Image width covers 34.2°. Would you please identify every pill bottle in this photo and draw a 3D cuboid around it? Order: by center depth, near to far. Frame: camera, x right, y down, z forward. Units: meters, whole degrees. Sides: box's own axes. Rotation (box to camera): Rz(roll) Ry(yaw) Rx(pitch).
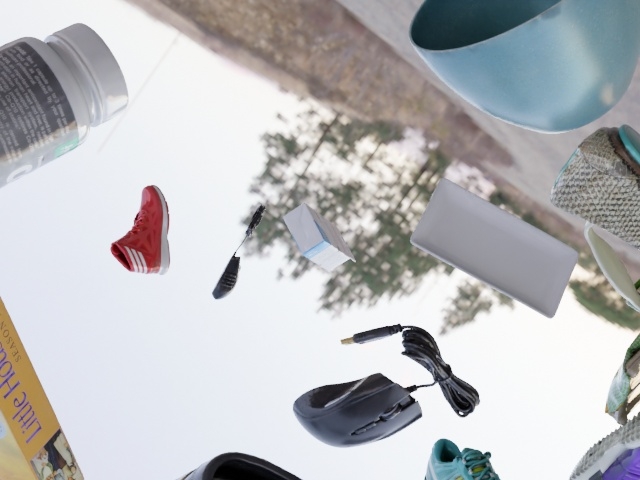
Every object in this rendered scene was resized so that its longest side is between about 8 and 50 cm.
[{"bbox_3d":[-0.511,-0.208,1.702,0.204,0.361,0.204,40,149,30],"label":"pill bottle"}]

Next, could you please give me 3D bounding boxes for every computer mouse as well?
[{"bbox_3d":[0.055,0.196,1.327,0.184,0.262,0.060,55,-147,-32],"label":"computer mouse"},{"bbox_3d":[-0.177,0.030,2.357,0.041,0.242,0.071,28,175,-6],"label":"computer mouse"}]

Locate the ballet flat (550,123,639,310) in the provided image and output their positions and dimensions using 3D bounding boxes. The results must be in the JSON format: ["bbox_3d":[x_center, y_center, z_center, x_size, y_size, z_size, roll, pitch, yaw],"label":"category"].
[{"bbox_3d":[0.511,0.046,1.397,0.483,0.182,0.164,38,-152,-2],"label":"ballet flat"}]

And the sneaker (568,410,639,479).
[{"bbox_3d":[0.541,0.363,1.682,0.146,0.293,0.102,43,-127,6],"label":"sneaker"}]

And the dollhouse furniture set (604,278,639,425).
[{"bbox_3d":[0.531,0.128,1.690,0.151,0.301,0.197,40,159,30],"label":"dollhouse furniture set"}]

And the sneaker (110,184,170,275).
[{"bbox_3d":[-0.423,-0.028,2.415,0.128,0.087,0.221,2,-112,-34],"label":"sneaker"}]

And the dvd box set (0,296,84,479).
[{"bbox_3d":[-0.432,0.087,1.049,0.308,0.420,0.062,11,-138,27],"label":"dvd box set"}]

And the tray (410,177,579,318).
[{"bbox_3d":[0.291,0.016,1.745,0.270,0.145,0.030,29,152,1],"label":"tray"}]

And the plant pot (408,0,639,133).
[{"bbox_3d":[0.284,-0.249,1.297,0.195,0.290,0.290,54,-179,-26],"label":"plant pot"}]

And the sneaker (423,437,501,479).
[{"bbox_3d":[0.237,0.380,1.615,0.107,0.109,0.275,4,-178,-24],"label":"sneaker"}]

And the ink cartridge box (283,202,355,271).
[{"bbox_3d":[0.000,0.000,2.244,0.104,0.060,0.180,62,-167,27],"label":"ink cartridge box"}]

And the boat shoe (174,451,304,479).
[{"bbox_3d":[0.043,0.398,1.109,0.500,0.156,0.187,35,-138,3],"label":"boat shoe"}]
